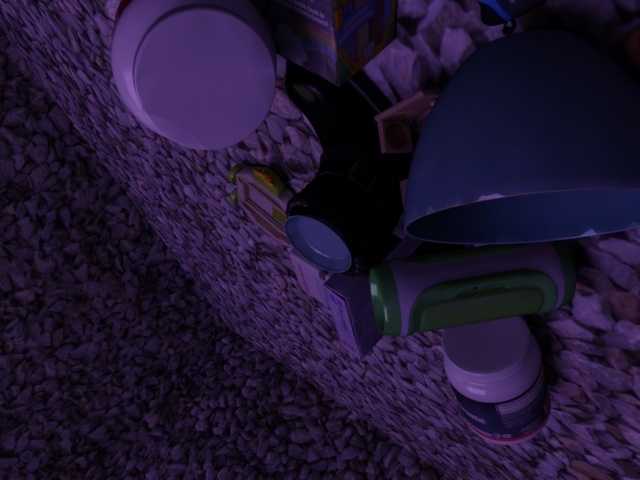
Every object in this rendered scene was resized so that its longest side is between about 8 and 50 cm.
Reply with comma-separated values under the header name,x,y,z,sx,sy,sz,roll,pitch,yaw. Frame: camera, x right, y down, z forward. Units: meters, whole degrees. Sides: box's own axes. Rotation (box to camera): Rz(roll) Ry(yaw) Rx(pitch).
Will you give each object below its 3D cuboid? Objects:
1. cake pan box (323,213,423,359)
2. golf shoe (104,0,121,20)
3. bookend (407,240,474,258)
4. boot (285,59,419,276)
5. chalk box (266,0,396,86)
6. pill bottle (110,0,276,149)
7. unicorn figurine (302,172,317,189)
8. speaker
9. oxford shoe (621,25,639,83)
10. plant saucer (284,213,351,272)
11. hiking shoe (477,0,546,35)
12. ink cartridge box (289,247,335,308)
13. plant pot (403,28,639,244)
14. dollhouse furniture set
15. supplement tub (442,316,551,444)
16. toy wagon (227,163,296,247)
name,x,y,z,sx,sy,sz,roll,pitch,yaw
cake pan box,0.125,0.093,1.187,0.070,0.246,0.267,30,155,30
golf shoe,-0.438,-0.535,1.284,0.086,0.069,0.176,40,160,-6
bookend,0.237,0.081,1.087,0.072,0.157,0.156,8,138,57
boot,0.014,-0.136,0.944,0.348,0.260,0.131,43,158,2
chalk box,0.013,-0.344,0.750,0.132,0.132,0.213,35,156,23
pill bottle,-0.196,-0.283,0.862,0.229,0.229,0.407,59,179,-33
unicorn figurine,0.002,-0.106,1.290,0.162,0.060,0.111,37,157,19
speaker,0.232,0.071,0.890,0.131,0.297,0.131,171,90,-86
oxford shoe,0.387,-0.141,0.571,0.212,0.076,0.076,45,-172,-9
plant saucer,0.000,0.000,0.859,0.119,0.021,0.119,26,148,18
hiking shoe,0.125,-0.343,0.574,0.304,0.113,0.132,47,157,-8
ink cartridge box,0.066,0.111,1.498,0.273,0.114,0.197,30,155,28
plant pot,0.234,-0.113,0.638,0.290,0.290,0.195,154,116,-67
dollhouse furniture set,0.181,-0.126,0.829,0.123,0.144,0.151,-14,83,64
supplement tub,0.364,0.279,1.176,0.191,0.191,0.272,22,149,44
toy wagon,-0.132,-0.102,1.527,0.267,0.068,0.344,39,157,12
